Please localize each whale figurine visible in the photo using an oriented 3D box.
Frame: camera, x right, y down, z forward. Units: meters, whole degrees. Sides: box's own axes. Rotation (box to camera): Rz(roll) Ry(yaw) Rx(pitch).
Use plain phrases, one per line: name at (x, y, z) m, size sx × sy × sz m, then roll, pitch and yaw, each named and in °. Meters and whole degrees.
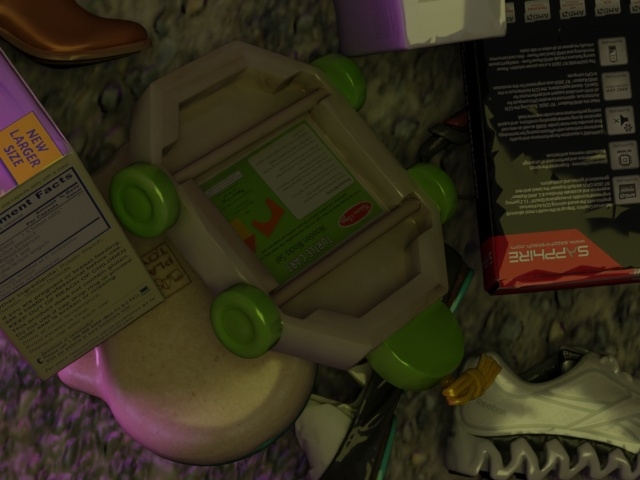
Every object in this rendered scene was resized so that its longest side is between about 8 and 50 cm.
whale figurine at (-0.116, 0.056, 1.564) m, size 0.216 × 0.141 × 0.272 m, roll -34°, pitch 75°, yaw -6°

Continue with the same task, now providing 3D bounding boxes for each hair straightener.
hair straightener at (0.178, -0.103, 1.626) m, size 0.230 × 0.047 × 0.089 m, roll -37°, pitch 100°, yaw -11°

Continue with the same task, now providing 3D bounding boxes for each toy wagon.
toy wagon at (0.000, 0.000, 1.501) m, size 0.344 × 0.068 × 0.267 m, roll 51°, pitch 44°, yaw 5°

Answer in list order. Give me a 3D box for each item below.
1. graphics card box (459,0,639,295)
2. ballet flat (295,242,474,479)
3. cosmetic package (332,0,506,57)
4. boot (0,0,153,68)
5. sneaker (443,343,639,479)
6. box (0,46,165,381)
graphics card box at (0.231, -0.148, 1.563) m, size 0.233 × 0.094 × 0.371 m, roll -6°, pitch 84°, yaw -1°
ballet flat at (0.035, 0.125, 1.606) m, size 0.096 × 0.095 × 0.280 m, roll 23°, pitch 80°, yaw -2°
cosmetic package at (0.070, -0.206, 1.507) m, size 0.085 × 0.231 × 0.117 m, roll -8°, pitch 97°, yaw -9°
boot at (-0.231, -0.215, 1.535) m, size 0.197 × 0.073 × 0.152 m, roll 0°, pitch 90°, yaw -13°
sneaker at (0.251, 0.149, 1.639) m, size 0.292 × 0.110 × 0.118 m, roll 3°, pitch 85°, yaw -11°
box at (-0.243, -0.048, 1.419) m, size 0.117 × 0.243 × 0.213 m, roll -34°, pitch 62°, yaw -6°
